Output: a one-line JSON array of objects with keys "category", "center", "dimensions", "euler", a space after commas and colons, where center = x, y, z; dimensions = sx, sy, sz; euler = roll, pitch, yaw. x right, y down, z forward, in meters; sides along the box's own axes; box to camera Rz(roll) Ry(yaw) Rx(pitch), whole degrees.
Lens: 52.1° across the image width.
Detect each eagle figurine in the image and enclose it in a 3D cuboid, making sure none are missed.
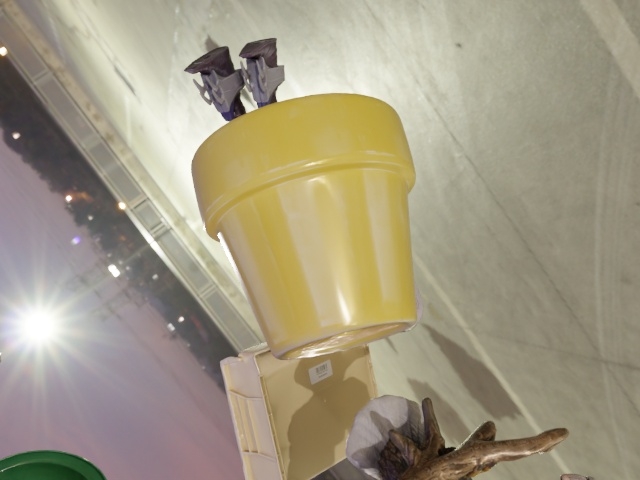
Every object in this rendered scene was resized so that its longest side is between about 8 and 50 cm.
[{"category": "eagle figurine", "center": [0.125, 0.331, 0.678], "dimensions": [0.226, 0.225, 0.298], "euler": [7, 123, 23]}]

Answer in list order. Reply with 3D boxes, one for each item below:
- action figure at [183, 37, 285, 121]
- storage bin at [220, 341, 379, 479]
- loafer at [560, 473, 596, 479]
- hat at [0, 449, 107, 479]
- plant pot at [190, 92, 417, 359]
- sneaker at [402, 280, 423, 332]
[{"category": "action figure", "center": [-0.083, -0.135, 0.935], "dimensions": [0.185, 0.099, 0.285], "euler": [-4, 123, 23]}, {"category": "storage bin", "center": [-0.028, 0.295, 1.235], "dimensions": [0.123, 0.262, 0.260], "euler": [-5, 99, 51]}, {"category": "loafer", "center": [0.274, 0.320, 0.721], "dimensions": [0.039, 0.125, 0.045], "euler": [11, 171, 6]}, {"category": "hat", "center": [-0.294, 0.355, 0.714], "dimensions": [0.208, 0.173, 0.183], "euler": [22, -175, -31]}, {"category": "plant pot", "center": [0.000, 0.000, 0.746], "dimensions": [0.254, 0.254, 0.239], "euler": [100, 156, -74]}, {"category": "sneaker", "center": [0.029, 0.071, 1.142], "dimensions": [0.321, 0.124, 0.180], "euler": [43, 138, 21]}]
